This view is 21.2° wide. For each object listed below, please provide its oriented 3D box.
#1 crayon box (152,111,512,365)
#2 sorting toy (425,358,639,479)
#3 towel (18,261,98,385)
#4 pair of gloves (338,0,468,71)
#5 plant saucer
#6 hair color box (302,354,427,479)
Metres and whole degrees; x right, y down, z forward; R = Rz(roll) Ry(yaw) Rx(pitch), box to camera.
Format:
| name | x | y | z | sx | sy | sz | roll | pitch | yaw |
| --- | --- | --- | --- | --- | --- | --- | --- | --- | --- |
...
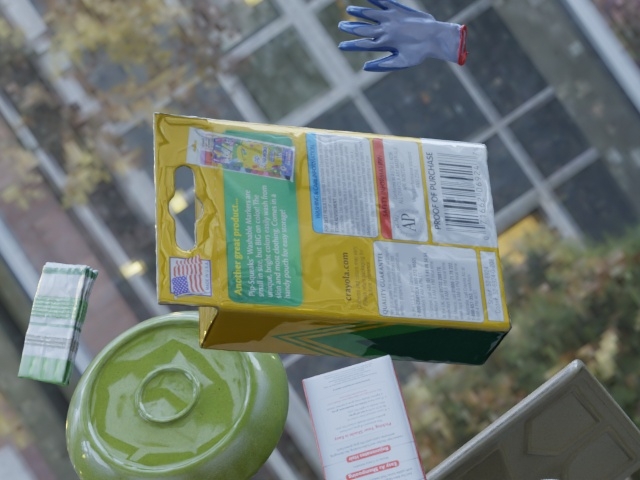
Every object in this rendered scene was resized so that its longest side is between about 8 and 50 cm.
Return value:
| name | x | y | z | sx | sy | sz | roll | pitch | yaw |
| --- | --- | --- | --- | --- | --- | --- | --- | --- | --- |
| crayon box | 0.000 | 0.000 | 1.565 | 0.323 | 0.203 | 0.083 | 5 | -31 | -15 |
| sorting toy | 0.177 | 0.257 | 1.726 | 0.307 | 0.041 | 0.229 | -38 | -43 | 6 |
| towel | -0.330 | 0.105 | 2.149 | 0.023 | 0.152 | 0.113 | 18 | -10 | -39 |
| pair of gloves | 0.104 | -0.292 | 2.003 | 0.159 | 0.198 | 0.023 | 7 | -3 | 11 |
| plant saucer | -0.153 | 0.166 | 1.757 | 0.241 | 0.241 | 0.037 | -34 | -36 | -10 |
| hair color box | 0.037 | 0.158 | 1.248 | 0.072 | 0.141 | 0.043 | -16 | -40 | 2 |
